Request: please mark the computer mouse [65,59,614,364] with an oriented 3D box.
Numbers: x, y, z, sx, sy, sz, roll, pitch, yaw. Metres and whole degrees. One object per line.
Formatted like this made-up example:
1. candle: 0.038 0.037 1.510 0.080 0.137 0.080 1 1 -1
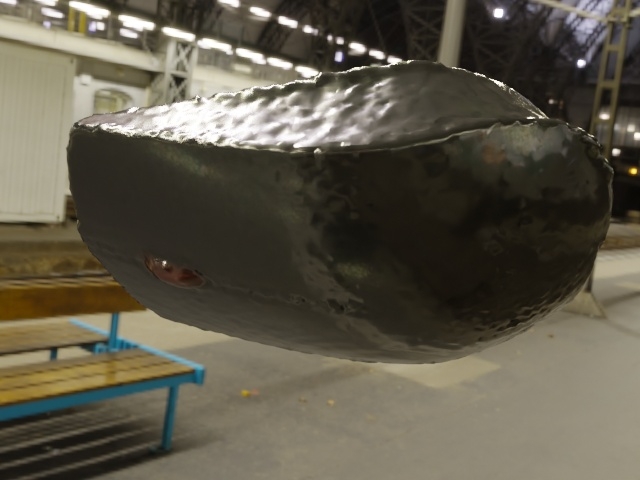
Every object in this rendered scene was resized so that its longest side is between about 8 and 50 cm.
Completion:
1. computer mouse: 0.000 0.004 0.407 0.295 0.168 0.087 -3 45 12
